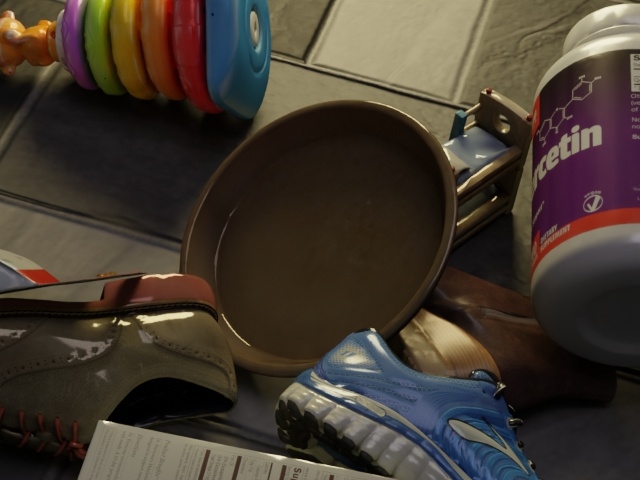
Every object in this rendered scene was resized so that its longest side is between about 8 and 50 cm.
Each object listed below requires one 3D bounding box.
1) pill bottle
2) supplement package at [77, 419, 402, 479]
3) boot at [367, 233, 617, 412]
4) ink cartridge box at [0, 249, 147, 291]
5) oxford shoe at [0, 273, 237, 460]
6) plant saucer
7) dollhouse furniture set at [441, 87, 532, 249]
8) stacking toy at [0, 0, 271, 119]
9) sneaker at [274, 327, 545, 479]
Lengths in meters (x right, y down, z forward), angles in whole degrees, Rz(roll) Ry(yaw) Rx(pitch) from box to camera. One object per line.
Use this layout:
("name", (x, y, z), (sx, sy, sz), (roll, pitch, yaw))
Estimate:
("pill bottle", (0.281, -0.059, 1.385), (0.182, 0.181, 0.322), (8, 52, -2))
("supplement package", (-0.067, 0.247, 1.150), (0.244, 0.139, 0.133), (11, 45, 3))
("boot", (0.140, 0.065, 1.420), (0.207, 0.090, 0.248), (0, 44, -26))
("ink cartridge box", (-0.271, 0.021, 1.297), (0.232, 0.189, 0.066), (-12, 90, -4))
("oxford shoe", (-0.233, 0.124, 1.261), (0.348, 0.123, 0.130), (-14, 58, -18))
("plant saucer", (0.000, 0.000, 1.383), (0.278, 0.041, 0.277), (-14, 58, 23))
("dollhouse furniture set", (0.093, -0.096, 1.516), (0.184, 0.129, 0.129), (38, 52, 25))
("stacking toy", (-0.211, -0.208, 1.583), (0.302, 0.166, 0.175), (-3, 86, 12))
("sneaker", (0.133, 0.179, 1.220), (0.330, 0.129, 0.147), (35, 61, 7))
